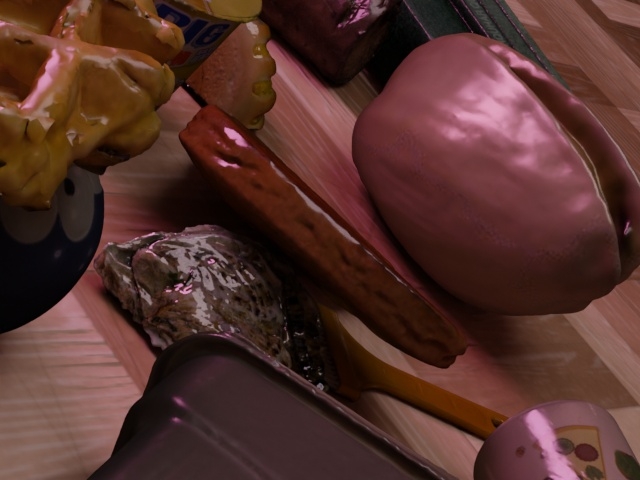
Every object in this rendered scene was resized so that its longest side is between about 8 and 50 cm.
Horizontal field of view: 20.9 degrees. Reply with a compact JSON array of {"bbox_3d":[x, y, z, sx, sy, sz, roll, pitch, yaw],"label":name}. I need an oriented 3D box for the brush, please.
[{"bbox_3d":[0.068,0.113,1.356,0.272,0.013,0.103,27,27,-29],"label":"brush"}]

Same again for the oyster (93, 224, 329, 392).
[{"bbox_3d":[-0.068,0.053,1.209,0.177,0.064,0.125,51,38,0],"label":"oyster"}]

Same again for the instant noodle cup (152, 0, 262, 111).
[{"bbox_3d":[-0.165,-0.185,1.364,0.205,0.153,0.205,31,26,-17],"label":"instant noodle cup"}]

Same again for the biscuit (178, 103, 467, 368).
[{"bbox_3d":[-0.001,0.001,1.326,0.262,0.052,0.277,43,2,0],"label":"biscuit"}]

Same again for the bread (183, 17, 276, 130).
[{"bbox_3d":[-0.089,-0.180,1.544,0.157,0.094,0.083,40,26,20],"label":"bread"}]

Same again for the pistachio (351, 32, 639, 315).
[{"bbox_3d":[0.163,-0.052,1.532,0.208,0.226,0.332,-9,39,-33],"label":"pistachio"}]

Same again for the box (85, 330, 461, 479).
[{"bbox_3d":[-0.020,0.180,0.920,0.274,0.138,0.178,30,29,15],"label":"box"}]

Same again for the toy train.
[{"bbox_3d":[0.125,-0.204,1.864,0.178,0.138,0.330,2,45,-41],"label":"toy train"}]

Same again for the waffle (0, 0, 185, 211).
[{"bbox_3d":[-0.274,-0.127,0.935,0.379,0.095,0.382,38,41,26],"label":"waffle"}]

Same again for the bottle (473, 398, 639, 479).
[{"bbox_3d":[0.199,0.235,1.205,0.120,0.120,0.253,23,28,-34],"label":"bottle"}]

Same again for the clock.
[{"bbox_3d":[-0.228,-0.050,1.042,0.199,0.146,0.243,-5,45,-43],"label":"clock"}]

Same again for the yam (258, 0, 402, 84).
[{"bbox_3d":[-0.045,-0.292,1.762,0.280,0.131,0.131,42,24,5],"label":"yam"}]
